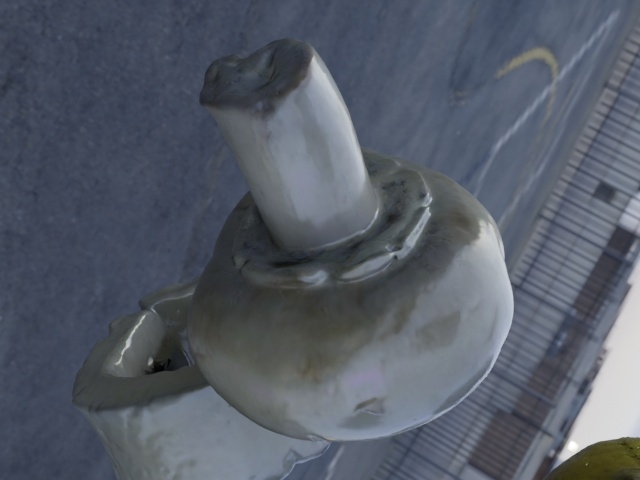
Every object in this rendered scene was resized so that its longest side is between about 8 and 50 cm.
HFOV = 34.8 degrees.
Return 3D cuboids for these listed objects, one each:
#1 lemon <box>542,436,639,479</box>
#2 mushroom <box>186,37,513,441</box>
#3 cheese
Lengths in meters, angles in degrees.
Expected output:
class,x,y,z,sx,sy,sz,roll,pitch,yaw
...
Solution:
class,x,y,z,sx,sy,sz,roll,pitch,yaw
lemon,0.354,0.356,1.154,0.258,0.257,0.310,-50,145,-37
mushroom,0.000,0.000,0.889,0.314,0.314,0.336,-51,129,-34
cheese,-0.119,0.147,1.201,0.332,0.292,0.153,-78,150,-66
